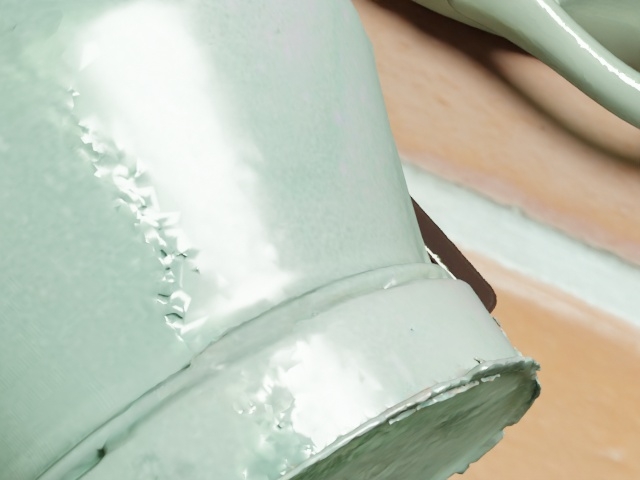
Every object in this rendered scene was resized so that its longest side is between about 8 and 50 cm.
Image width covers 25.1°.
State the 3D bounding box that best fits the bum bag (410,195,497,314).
[{"bbox_3d":[0.000,0.000,0.666,0.159,0.026,0.109,48,54,7],"label":"bum bag"}]

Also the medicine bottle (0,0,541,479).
[{"bbox_3d":[-0.084,-0.013,0.496,0.245,0.245,0.290,-22,67,-32],"label":"medicine bottle"}]

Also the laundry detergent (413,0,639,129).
[{"bbox_3d":[0.181,-0.146,0.785,0.280,0.105,0.215,33,51,0],"label":"laundry detergent"}]
